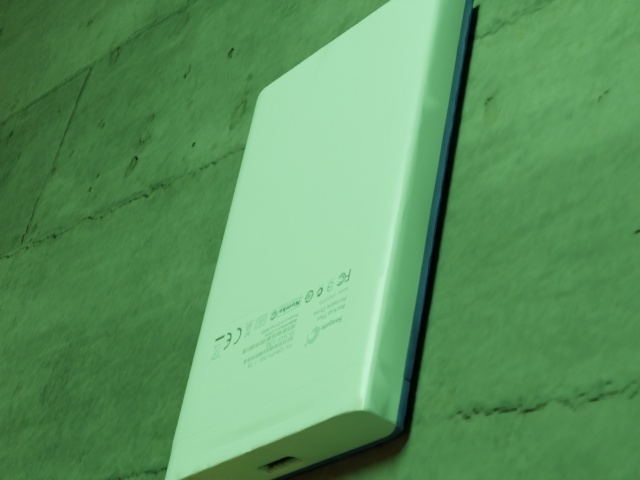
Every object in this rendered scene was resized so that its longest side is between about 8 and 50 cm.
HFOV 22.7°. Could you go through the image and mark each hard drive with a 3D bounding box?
[{"bbox_3d":[0.000,0.000,1.033,0.210,0.040,0.319,-29,40,47],"label":"hard drive"}]
